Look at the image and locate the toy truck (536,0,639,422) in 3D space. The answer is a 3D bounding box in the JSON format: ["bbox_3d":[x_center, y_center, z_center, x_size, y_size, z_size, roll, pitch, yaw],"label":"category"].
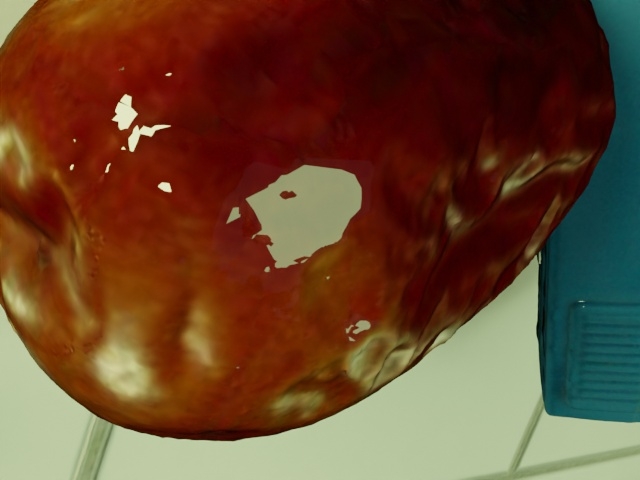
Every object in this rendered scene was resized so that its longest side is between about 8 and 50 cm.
[{"bbox_3d":[0.215,-0.060,0.640,0.162,0.161,0.385,-75,163,-54],"label":"toy truck"}]

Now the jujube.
[{"bbox_3d":[0.003,-0.045,0.451,0.318,0.223,0.223,-25,129,-37],"label":"jujube"}]
